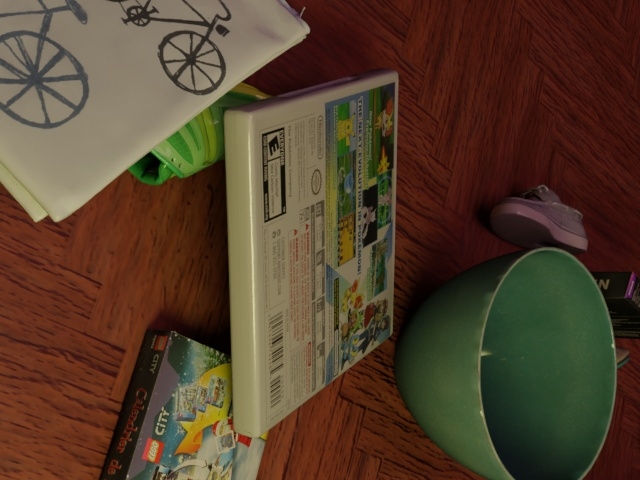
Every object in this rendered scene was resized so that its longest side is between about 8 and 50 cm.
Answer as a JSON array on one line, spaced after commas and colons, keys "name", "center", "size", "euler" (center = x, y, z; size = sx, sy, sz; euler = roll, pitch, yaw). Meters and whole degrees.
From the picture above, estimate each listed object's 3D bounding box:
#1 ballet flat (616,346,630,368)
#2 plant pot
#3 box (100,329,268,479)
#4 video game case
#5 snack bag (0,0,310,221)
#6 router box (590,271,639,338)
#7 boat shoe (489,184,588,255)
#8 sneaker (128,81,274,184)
[{"name": "ballet flat", "center": [0.378, 0.197, 1.455], "size": [0.248, 0.086, 0.086], "euler": [-27, 106, -40]}, {"name": "plant pot", "center": [0.207, 0.157, 1.207], "size": [0.290, 0.195, 0.290], "euler": [4, 84, -44]}, {"name": "box", "center": [-0.136, 0.225, 0.979], "size": [0.159, 0.044, 0.233], "euler": [30, 67, -39]}, {"name": "video game case", "center": [0.000, 0.000, 1.031], "size": [0.300, 0.036, 0.329], "euler": [-28, 122, -55]}, {"name": "snack bag", "center": [-0.218, -0.223, 0.849], "size": [0.323, 0.037, 0.342], "euler": [47, 56, -1]}, {"name": "router box", "center": [0.398, 0.094, 1.405], "size": [0.133, 0.179, 0.046], "euler": [38, 64, -35]}, {"name": "boat shoe", "center": [0.317, -0.036, 1.417], "size": [0.227, 0.079, 0.081], "euler": [19, 65, -46]}, {"name": "sneaker", "center": [-0.140, -0.111, 0.970], "size": [0.295, 0.109, 0.124], "euler": [13, 89, -37]}]
